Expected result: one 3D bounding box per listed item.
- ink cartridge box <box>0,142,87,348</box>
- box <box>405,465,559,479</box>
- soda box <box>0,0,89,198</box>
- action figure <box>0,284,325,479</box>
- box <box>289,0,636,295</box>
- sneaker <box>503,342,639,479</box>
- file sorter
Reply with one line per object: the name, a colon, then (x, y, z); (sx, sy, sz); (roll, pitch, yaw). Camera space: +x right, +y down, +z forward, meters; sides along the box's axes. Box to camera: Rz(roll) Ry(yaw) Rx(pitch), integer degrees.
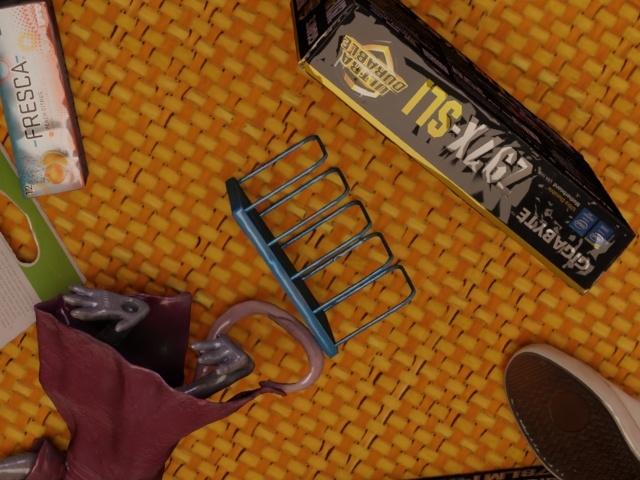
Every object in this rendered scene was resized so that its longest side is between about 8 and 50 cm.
ink cartridge box: (-0.380, 0.040, 1.706); (0.255, 0.097, 0.189); (-39, 108, -27)
box: (0.117, 0.389, 1.850); (0.293, 0.073, 0.295); (-5, 107, -3)
soda box: (-0.264, -0.135, 1.667); (0.063, 0.058, 0.183); (-10, 107, -1)
action figure: (-0.202, 0.210, 1.746); (0.276, 0.248, 0.370); (-12, 132, -41)
box: (0.120, -0.111, 1.593); (0.322, 0.257, 0.079); (38, 101, -14)
sneaker: (0.307, 0.206, 1.801); (0.290, 0.123, 0.106); (44, 121, 5)
file sorter: (0.000, 0.000, 1.696); (0.104, 0.118, 0.170); (-33, 107, 3)
